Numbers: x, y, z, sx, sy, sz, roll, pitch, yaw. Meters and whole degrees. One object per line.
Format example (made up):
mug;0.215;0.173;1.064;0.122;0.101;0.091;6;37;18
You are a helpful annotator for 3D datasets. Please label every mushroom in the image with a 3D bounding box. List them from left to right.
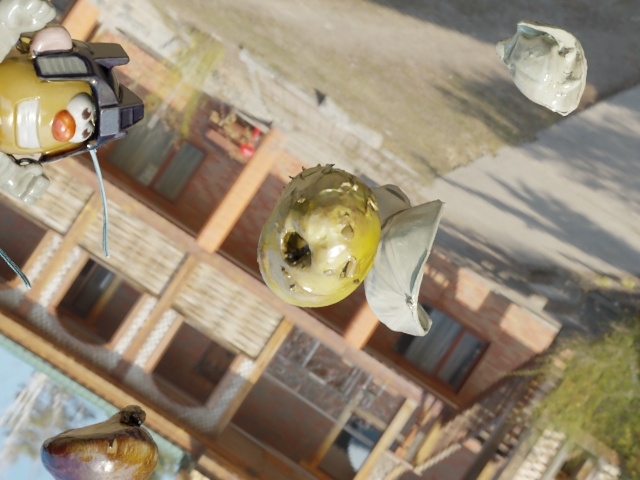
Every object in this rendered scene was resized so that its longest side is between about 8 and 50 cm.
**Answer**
mushroom;-0.380;0.380;1.528;0.231;0.194;0.138;124;125;-81

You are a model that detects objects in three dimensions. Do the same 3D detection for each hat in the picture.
hat;0.086;0.027;1.316;0.226;0.219;0.164;19;-148;32

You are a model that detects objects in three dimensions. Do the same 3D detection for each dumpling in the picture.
dumpling;0.405;-0.323;1.584;0.199;0.136;0.118;44;-140;21

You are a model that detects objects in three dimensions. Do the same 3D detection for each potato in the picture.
potato;0.000;0.000;1.078;0.140;0.173;0.300;27;173;0

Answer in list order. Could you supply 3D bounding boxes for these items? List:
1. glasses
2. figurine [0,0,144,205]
glasses;-0.369;-0.041;1.167;0.088;0.189;0.221;-136;26;-63
figurine;-0.355;-0.160;1.003;0.143;0.308;0.308;67;-171;16
